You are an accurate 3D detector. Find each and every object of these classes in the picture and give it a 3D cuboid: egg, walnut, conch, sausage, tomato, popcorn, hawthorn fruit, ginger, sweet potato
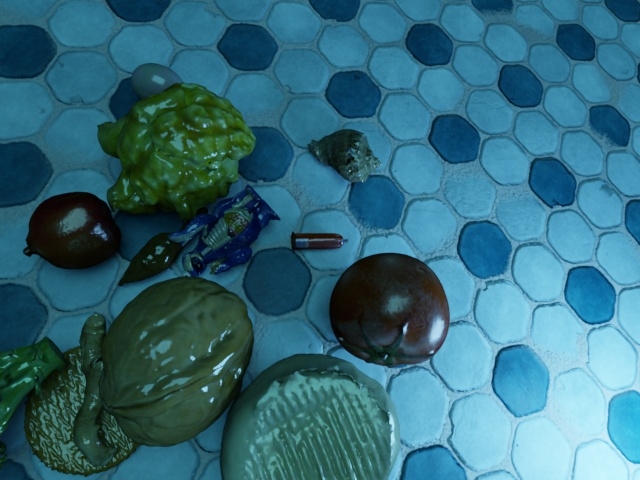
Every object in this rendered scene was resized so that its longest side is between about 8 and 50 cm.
[{"bbox_3d":[-0.410,-0.392,1.127,0.135,0.103,0.103,19,68,-10],"label":"egg"},{"bbox_3d":[-0.268,0.218,0.840,0.252,0.277,0.313,26,28,12],"label":"walnut"},{"bbox_3d":[0.069,-0.236,1.199,0.207,0.130,0.155,16,32,17],"label":"conch"},{"bbox_3d":[0.000,0.000,1.116,0.145,0.048,0.050,-1,33,-13],"label":"sausage"},{"bbox_3d":[0.152,0.148,0.983,0.265,0.265,0.265,4,70,-11],"label":"tomato"},{"bbox_3d":[-0.309,-0.192,0.991,0.335,0.279,0.274,-42,112,-33],"label":"popcorn"},{"bbox_3d":[-0.531,-0.013,0.942,0.188,0.169,0.169,-34,81,-22],"label":"hawthorn fruit"},{"bbox_3d":[-0.435,0.288,0.865,0.089,0.075,0.288,-16,72,16],"label":"ginger"},{"bbox_3d":[-0.349,0.012,1.018,0.075,0.075,0.269,41,64,4],"label":"sweet potato"}]

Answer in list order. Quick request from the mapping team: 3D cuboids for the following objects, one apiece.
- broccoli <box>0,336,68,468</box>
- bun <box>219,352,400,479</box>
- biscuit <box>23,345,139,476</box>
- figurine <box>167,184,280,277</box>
[{"bbox_3d":[-0.595,0.274,0.782,0.269,0.254,0.269,8,67,-19],"label":"broccoli"},{"bbox_3d":[-0.020,0.397,0.888,0.359,0.211,0.360,1,78,-3],"label":"bun"},{"bbox_3d":[-0.460,0.336,0.899,0.254,0.035,0.254,4,69,-11],"label":"biscuit"},{"bbox_3d":[-0.225,-0.016,1.039,0.262,0.121,0.164,-34,120,-14],"label":"figurine"}]
